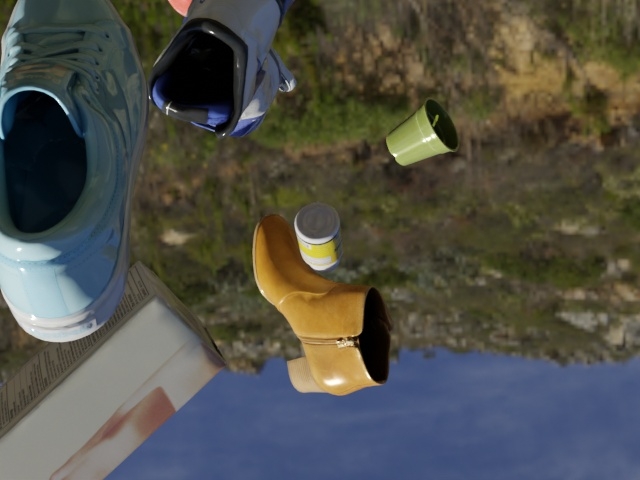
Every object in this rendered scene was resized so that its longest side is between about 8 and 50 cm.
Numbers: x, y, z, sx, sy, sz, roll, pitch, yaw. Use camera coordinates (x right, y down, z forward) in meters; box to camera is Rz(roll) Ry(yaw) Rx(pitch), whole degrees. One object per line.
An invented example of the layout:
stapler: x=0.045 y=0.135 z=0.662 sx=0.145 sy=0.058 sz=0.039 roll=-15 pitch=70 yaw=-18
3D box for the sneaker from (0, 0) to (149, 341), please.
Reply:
sneaker: x=-0.210 y=-0.109 z=0.947 sx=0.135 sy=0.150 sz=0.365 roll=-7 pitch=-122 yaw=-7

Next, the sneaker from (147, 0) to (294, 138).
sneaker: x=-0.122 y=-0.183 z=1.256 sx=0.127 sy=0.315 sz=0.182 roll=27 pitch=-115 yaw=1

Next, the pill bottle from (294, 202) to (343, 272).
pill bottle: x=0.000 y=0.000 z=1.653 sx=0.065 sy=0.116 sz=0.065 roll=-2 pitch=-118 yaw=4

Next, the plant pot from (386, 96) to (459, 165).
plant pot: x=0.137 y=-0.142 z=1.590 sx=0.079 sy=0.083 sz=0.083 roll=-29 pitch=-165 yaw=29

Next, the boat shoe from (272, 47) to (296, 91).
boat shoe: x=-0.070 y=-0.226 z=1.531 sx=0.049 sy=0.142 sz=0.040 roll=41 pitch=-92 yaw=18

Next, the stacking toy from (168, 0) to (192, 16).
stacking toy: x=-0.254 y=-0.449 z=1.594 sx=0.309 sy=0.279 sz=0.130 roll=14 pitch=-135 yaw=15

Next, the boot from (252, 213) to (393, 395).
boot: x=0.011 y=0.081 z=1.693 sx=0.104 sy=0.295 sz=0.211 roll=-9 pitch=172 yaw=-38

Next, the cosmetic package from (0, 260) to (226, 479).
cosmetic package: x=-0.269 y=0.181 z=1.342 sx=0.296 sy=0.129 sz=0.153 roll=-42 pitch=-157 yaw=-1
